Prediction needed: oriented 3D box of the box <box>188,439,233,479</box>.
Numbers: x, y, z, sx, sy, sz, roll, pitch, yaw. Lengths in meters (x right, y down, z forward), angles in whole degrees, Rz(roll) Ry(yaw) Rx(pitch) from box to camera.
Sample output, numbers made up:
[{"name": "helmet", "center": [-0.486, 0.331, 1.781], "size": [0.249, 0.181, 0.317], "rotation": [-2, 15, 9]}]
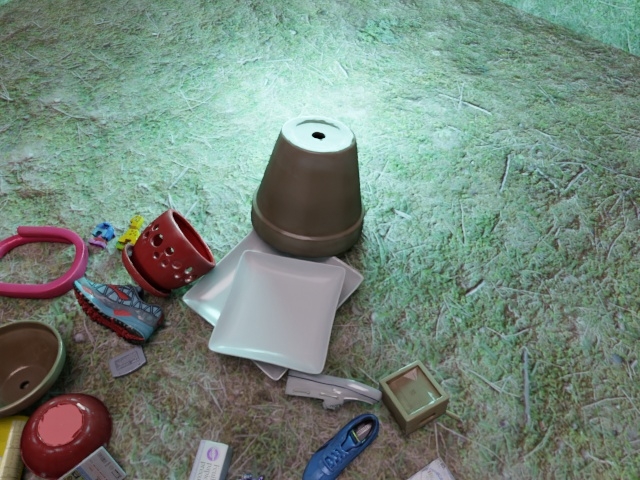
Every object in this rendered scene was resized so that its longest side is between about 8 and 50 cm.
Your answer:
[{"name": "box", "center": [-0.253, 0.577, 0.887], "size": [0.063, 0.067, 0.324], "rotation": [9, 58, 6]}]

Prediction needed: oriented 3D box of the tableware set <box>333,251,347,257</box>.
[{"name": "tableware set", "center": [0.000, 0.000, 1.283], "size": [0.168, 0.020, 0.141], "rotation": [-8, 57, -4]}]

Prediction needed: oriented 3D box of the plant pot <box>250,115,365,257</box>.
[{"name": "plant pot", "center": [-0.023, -0.164, 1.194], "size": [0.323, 0.280, 0.323], "rotation": [5, 42, -4]}]

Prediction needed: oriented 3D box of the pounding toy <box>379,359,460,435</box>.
[{"name": "pounding toy", "center": [0.226, 0.362, 1.012], "size": [0.141, 0.100, 0.130], "rotation": [-22, 45, -16]}]

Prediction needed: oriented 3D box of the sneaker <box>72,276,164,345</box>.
[{"name": "sneaker", "center": [-0.518, 0.165, 1.156], "size": [0.261, 0.104, 0.125], "rotation": [29, 45, 14]}]

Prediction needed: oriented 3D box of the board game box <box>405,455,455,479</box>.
[{"name": "board game box", "center": [0.242, 0.522, 0.940], "size": [0.090, 0.020, 0.090], "rotation": [-26, 61, -16]}]

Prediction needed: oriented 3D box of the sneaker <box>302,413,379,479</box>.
[{"name": "sneaker", "center": [0.042, 0.448, 0.956], "size": [0.209, 0.082, 0.069], "rotation": [-37, 66, -19]}]

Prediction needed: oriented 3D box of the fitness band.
[{"name": "fitness band", "center": [-0.792, 0.060, 1.241], "size": [0.290, 0.054, 0.209], "rotation": [2, 60, 4]}]

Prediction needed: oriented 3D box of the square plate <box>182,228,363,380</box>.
[{"name": "square plate", "center": [-0.122, 0.132, 1.173], "size": [0.344, 0.049, 0.347], "rotation": [34, 66, 22]}]

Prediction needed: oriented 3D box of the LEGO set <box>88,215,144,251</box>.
[{"name": "LEGO set", "center": [-0.544, -0.021, 1.266], "size": [0.227, 0.087, 0.093], "rotation": [14, 59, 8]}]

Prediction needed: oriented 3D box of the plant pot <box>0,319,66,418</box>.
[{"name": "plant pot", "center": [-0.700, 0.309, 1.027], "size": [0.237, 0.110, 0.237], "rotation": [0, 45, 0]}]

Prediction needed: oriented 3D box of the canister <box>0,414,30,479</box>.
[{"name": "canister", "center": [-0.699, 0.473, 0.956], "size": [0.126, 0.073, 0.170], "rotation": [-5, 56, -4]}]

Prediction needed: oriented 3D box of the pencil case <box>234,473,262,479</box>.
[{"name": "pencil case", "center": [-0.152, 0.578, 0.877], "size": [0.088, 0.086, 0.206], "rotation": [15, 52, -30]}]

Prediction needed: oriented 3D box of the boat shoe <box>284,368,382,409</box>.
[{"name": "boat shoe", "center": [0.026, 0.353, 1.029], "size": [0.226, 0.083, 0.076], "rotation": [9, 67, 21]}]

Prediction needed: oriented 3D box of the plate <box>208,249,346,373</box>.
[{"name": "plate", "center": [-0.098, 0.170, 1.092], "size": [0.277, 0.045, 0.278], "rotation": [10, 59, 9]}]

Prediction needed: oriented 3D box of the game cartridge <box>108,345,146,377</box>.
[{"name": "game cartridge", "center": [-0.473, 0.301, 1.098], "size": [0.083, 0.017, 0.056], "rotation": [-24, 56, -14]}]

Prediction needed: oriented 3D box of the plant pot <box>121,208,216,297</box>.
[{"name": "plant pot", "center": [-0.394, 0.042, 1.158], "size": [0.174, 0.191, 0.191], "rotation": [-39, 63, -1]}]

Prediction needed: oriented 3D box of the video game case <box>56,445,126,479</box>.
[{"name": "video game case", "center": [-0.487, 0.505, 0.935], "size": [0.122, 0.011, 0.087], "rotation": [-36, 106, -20]}]

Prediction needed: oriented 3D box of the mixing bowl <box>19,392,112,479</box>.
[{"name": "mixing bowl", "center": [-0.547, 0.404, 0.954], "size": [0.181, 0.098, 0.181], "rotation": [10, 54, -14]}]
